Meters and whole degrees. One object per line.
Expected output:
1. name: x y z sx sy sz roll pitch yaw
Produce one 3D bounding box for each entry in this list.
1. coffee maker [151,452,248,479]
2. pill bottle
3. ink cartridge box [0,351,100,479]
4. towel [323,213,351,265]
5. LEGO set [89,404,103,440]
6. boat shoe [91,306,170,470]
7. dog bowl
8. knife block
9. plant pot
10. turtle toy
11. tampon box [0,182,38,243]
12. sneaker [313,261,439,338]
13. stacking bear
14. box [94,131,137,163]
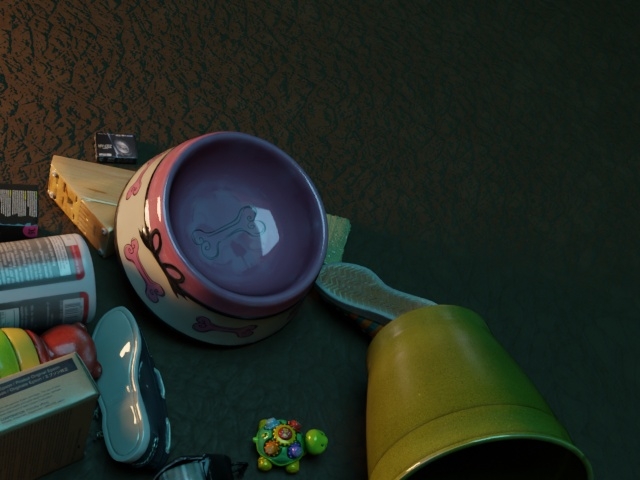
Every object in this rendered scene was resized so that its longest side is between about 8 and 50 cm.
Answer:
1. coffee maker: -0.166 0.439 1.684 0.171 0.120 0.178 -6 56 -24
2. pill bottle: -0.540 0.083 1.806 0.283 0.161 0.161 -8 56 -24
3. ink cartridge box: -0.456 0.290 1.623 0.193 0.235 0.088 -20 63 -32
4. towel: 0.000 0.000 2.149 0.110 0.027 0.148 18 51 -4
5. LEGO set: -0.393 0.301 1.782 0.054 0.023 0.083 -13 72 -25
6. boat shoe: -0.322 0.253 1.799 0.091 0.114 0.303 41 29 -48
7. dog bowl: -0.163 -0.019 1.947 0.407 0.150 0.408 13 63 -26
8. knife block: -0.358 -0.083 2.049 0.242 0.088 0.276 -31 68 -36
9. plant pot: 0.224 0.310 1.804 0.366 0.367 0.353 3 41 -17
10. turtle toy: -0.053 0.349 1.829 0.130 0.066 0.095 8 51 -13
11. tampon box: -0.593 -0.030 1.903 0.160 0.120 0.102 2 52 -17
12. sneaker: 0.110 0.147 2.030 0.302 0.121 0.108 26 49 30
13. stacking bear: -0.505 0.215 1.726 0.289 0.164 0.175 -14 59 -33
14. box: -0.418 -0.188 2.157 0.083 0.018 0.067 2 52 -18
